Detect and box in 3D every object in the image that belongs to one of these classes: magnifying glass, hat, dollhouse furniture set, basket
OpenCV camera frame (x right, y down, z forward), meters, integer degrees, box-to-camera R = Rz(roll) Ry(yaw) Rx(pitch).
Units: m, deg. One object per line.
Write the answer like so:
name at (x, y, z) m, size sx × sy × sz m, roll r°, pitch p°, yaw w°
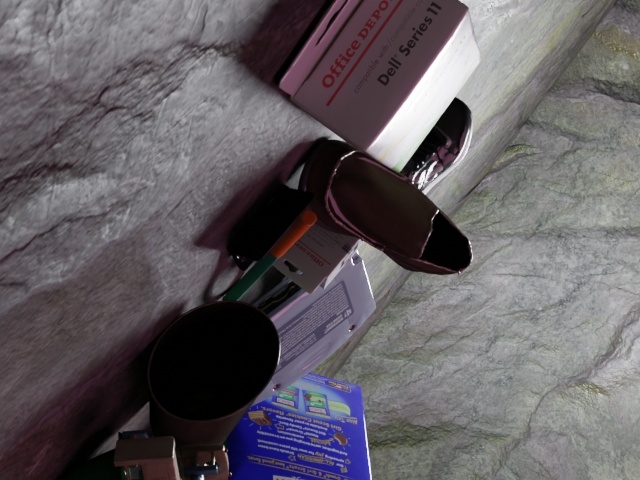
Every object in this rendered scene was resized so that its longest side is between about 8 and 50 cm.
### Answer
magnifying glass at (-0.073, 0.027, 1.352) m, size 0.231 × 0.026 × 0.092 m, roll -47°, pitch 180°, yaw 44°
hat at (-0.357, 0.362, 1.308) m, size 0.184 × 0.173 × 0.208 m, roll -7°, pitch 144°, yaw -10°
dollhouse furniture set at (-0.192, 0.306, 1.263) m, size 0.129 × 0.129 × 0.183 m, roll -97°, pitch -176°, yaw -55°
basket at (-0.171, 0.217, 1.357) m, size 0.204 × 0.154 × 0.227 m, roll -41°, pitch 168°, yaw -34°

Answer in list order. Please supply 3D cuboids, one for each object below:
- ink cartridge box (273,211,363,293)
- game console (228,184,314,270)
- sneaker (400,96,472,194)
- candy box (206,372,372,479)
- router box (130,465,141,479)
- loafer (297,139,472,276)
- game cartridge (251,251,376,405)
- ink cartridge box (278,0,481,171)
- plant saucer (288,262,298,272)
ink cartridge box at (0.000, 0.000, 1.494) m, size 0.180 × 0.104 × 0.060 m, roll -49°, pitch 170°, yaw -19°
game console at (-0.060, -0.010, 1.290) m, size 0.122 × 0.071 × 0.107 m, roll -49°, pitch 155°, yaw -16°
sneaker at (0.193, -0.152, 1.833) m, size 0.283 × 0.107 × 0.124 m, roll -57°, pitch 162°, yaw 16°
candy box at (-0.057, 0.370, 1.652) m, size 0.317 × 0.268 × 0.122 m, roll -94°, pitch -154°, yaw -56°
router box at (-0.249, 0.491, 1.465) m, size 0.082 × 0.301 × 0.335 m, roll -55°, pitch 168°, yaw 10°
loafer at (0.115, -0.045, 1.413) m, size 0.366 × 0.130 × 0.133 m, roll 26°, pitch 83°, yaw -45°
game cartridge at (-0.039, 0.148, 1.612) m, size 0.294 × 0.060 × 0.196 m, roll -36°, pitch 135°, yaw -17°
ink cartridge box at (0.087, -0.210, 1.168) m, size 0.207 × 0.119 × 0.353 m, roll -55°, pitch 169°, yaw 7°
plant saucer at (0.014, -0.019, 1.666) m, size 0.241 × 0.037 × 0.241 m, roll -50°, pitch 168°, yaw -15°
